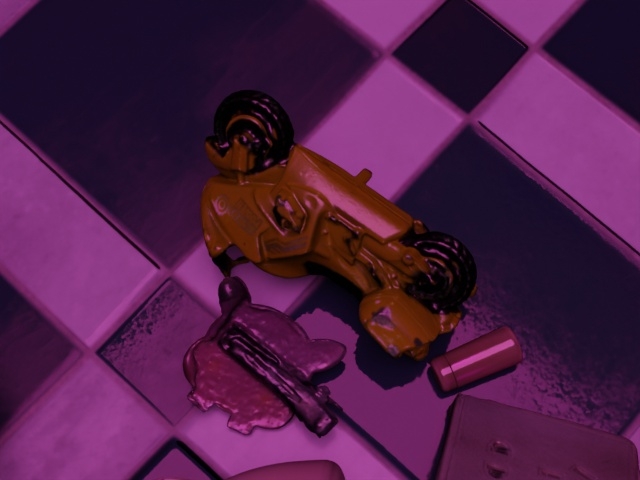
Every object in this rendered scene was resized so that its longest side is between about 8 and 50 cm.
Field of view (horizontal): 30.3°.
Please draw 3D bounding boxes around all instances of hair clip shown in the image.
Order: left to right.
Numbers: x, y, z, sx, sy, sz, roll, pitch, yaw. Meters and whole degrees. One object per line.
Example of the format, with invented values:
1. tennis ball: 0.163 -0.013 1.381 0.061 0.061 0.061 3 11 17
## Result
1. hair clip: -0.060 0.144 1.277 0.187 0.056 0.146 35 99 3

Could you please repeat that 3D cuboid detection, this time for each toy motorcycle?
1. toy motorcycle: -0.001 0.001 1.281 0.342 0.206 0.142 37 43 2

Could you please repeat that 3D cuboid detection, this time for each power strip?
1. power strip: 0.222 0.258 1.225 0.213 0.064 0.198 16 30 7

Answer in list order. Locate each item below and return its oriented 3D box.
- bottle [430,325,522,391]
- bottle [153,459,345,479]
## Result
1. bottle: 0.171 0.131 1.301 0.096 0.045 0.045 -23 73 -4
2. bottle: -0.090 0.303 1.200 0.237 0.147 0.147 -5 72 7
